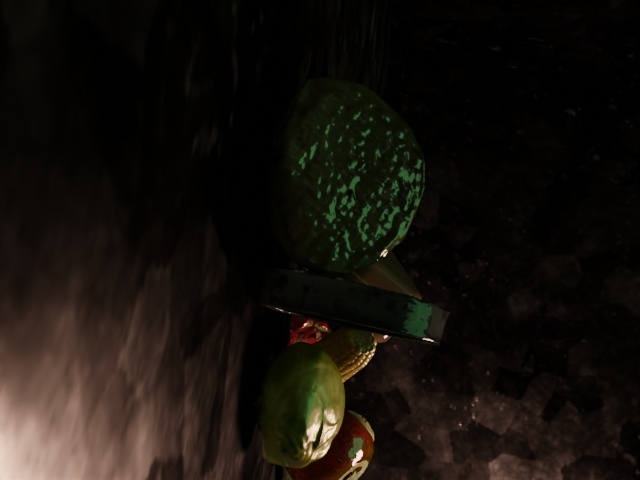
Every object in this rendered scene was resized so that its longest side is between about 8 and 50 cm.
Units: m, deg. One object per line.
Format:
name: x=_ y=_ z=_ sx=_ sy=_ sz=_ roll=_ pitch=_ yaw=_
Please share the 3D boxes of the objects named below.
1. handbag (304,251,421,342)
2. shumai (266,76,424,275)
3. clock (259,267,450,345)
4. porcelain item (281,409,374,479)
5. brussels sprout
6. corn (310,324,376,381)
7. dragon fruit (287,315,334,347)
handbag: x=0.053 y=0.050 z=1.642 sx=0.149 sy=0.283 sz=0.302 roll=-45 pitch=-155 yaw=11
shumai: x=0.004 y=-0.093 z=1.378 sx=0.288 sy=0.292 sz=0.329 roll=-8 pitch=-115 yaw=60
clock: x=0.054 y=0.113 z=1.336 sx=0.325 sy=0.325 sz=0.067 roll=58 pitch=44 yaw=-79
porcelain item: x=-0.002 y=0.489 z=1.893 sx=0.253 sy=0.253 sz=0.252 roll=7 pitch=90 yaw=-83
brussels sprout: x=-0.038 y=0.292 z=1.413 sx=0.223 sy=0.161 sz=0.223 roll=0 pitch=90 yaw=-86
corn: x=0.017 y=0.249 z=1.599 sx=0.305 sy=0.106 sz=0.106 roll=-42 pitch=-151 yaw=50
dragon fruit: x=-0.011 y=0.203 z=1.774 sx=0.153 sy=0.111 sz=0.153 roll=9 pitch=90 yaw=-86
